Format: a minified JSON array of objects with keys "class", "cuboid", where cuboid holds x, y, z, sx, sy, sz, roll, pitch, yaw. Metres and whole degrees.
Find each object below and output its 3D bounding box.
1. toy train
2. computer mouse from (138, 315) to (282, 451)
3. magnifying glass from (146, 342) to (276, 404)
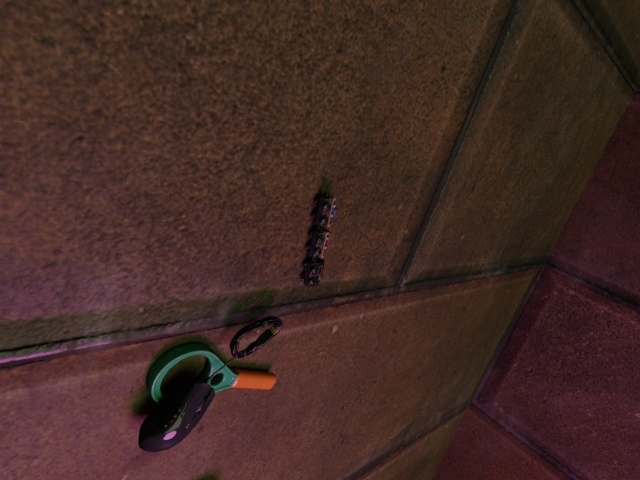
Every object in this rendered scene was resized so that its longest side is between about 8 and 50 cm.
[{"class":"toy train","cuboid":[0.000,0.000,0.646,0.036,0.027,0.158,-17,128,-44]},{"class":"computer mouse","cuboid":[-0.140,0.195,0.587,0.242,0.041,0.071,-43,138,-17]},{"class":"magnifying glass","cuboid":[-0.148,0.202,0.633,0.231,0.026,0.092,28,94,-53]}]
